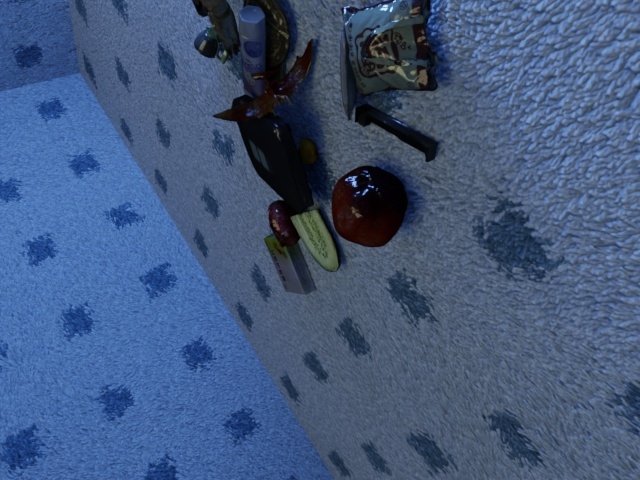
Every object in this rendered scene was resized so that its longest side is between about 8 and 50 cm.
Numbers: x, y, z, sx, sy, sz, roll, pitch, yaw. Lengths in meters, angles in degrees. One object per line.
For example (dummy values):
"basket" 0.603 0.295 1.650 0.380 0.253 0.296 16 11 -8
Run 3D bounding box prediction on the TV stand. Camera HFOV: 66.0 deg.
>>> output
"TV stand" 0.188 -0.277 1.256 0.256 0.040 0.048 40 144 35

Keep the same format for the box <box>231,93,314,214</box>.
"box" -0.157 -0.292 1.654 0.350 0.091 0.359 43 160 43

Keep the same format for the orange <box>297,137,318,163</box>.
"orange" -0.045 -0.286 1.599 0.086 0.062 0.086 37 144 33

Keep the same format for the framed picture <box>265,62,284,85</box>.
"framed picture" -0.173 -0.612 1.575 0.197 0.014 0.252 42 145 32

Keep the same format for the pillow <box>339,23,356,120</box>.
"pillow" 0.069 -0.428 1.262 0.038 0.130 0.232 0 128 9

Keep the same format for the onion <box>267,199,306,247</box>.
"onion" -0.117 -0.070 1.826 0.147 0.184 0.183 -22 97 19

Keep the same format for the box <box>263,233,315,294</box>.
"box" -0.131 0.096 2.060 0.175 0.062 0.260 -1 114 58

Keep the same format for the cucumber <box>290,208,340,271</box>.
"cucumber" 0.000 0.000 1.758 0.115 0.063 0.243 -23 93 25

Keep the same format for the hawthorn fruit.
"hawthorn fruit" 0.130 -0.083 1.367 0.215 0.215 0.249 44 151 29

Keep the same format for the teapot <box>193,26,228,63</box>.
"teapot" -0.384 -0.713 1.779 0.091 0.124 0.092 -41 37 45

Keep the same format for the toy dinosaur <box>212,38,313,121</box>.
"toy dinosaur" -0.145 -0.457 1.435 0.328 0.113 0.206 -10 66 27

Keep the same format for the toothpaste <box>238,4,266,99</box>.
"toothpaste" -0.208 -0.557 1.551 0.125 0.080 0.371 50 161 16

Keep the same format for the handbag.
"handbag" 0.148 -0.430 1.103 0.235 0.127 0.212 16 125 50

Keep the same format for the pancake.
"pancake" -0.171 -0.647 1.491 0.250 0.031 0.250 42 148 34

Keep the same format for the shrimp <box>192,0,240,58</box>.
"shrimp" -0.327 -0.688 1.462 0.247 0.085 0.360 47 175 29
